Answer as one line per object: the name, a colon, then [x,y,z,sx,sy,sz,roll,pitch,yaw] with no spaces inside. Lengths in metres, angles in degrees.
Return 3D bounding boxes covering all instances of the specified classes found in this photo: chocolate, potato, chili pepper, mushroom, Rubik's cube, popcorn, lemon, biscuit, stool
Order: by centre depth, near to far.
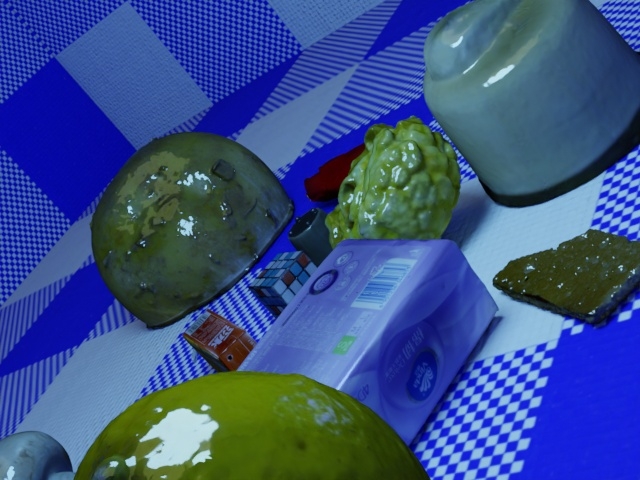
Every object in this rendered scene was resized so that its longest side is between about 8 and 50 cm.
lemon: [-0.085,0.284,0.938,0.364,0.364,0.364,-35,20,15]
biscuit: [0.321,0.038,1.273,0.131,0.026,0.237,-42,19,-11]
chocolate: [0.321,-0.258,1.528,0.314,0.297,0.326,-5,38,50]
popcorn: [0.111,-0.045,1.576,0.225,0.173,0.286,-85,20,-56]
mushroom: [-0.433,0.422,1.593,0.243,0.243,0.243,-35,20,15]
Rubik's cube: [-0.051,0.082,1.752,0.092,0.092,0.092,-49,21,-23]
stool: [0.000,0.000,1.810,0.096,0.110,0.096,-36,23,18]
chili pepper: [0.076,-0.133,1.989,0.387,0.110,0.110,-20,28,52]
potato: [-0.317,-0.054,2.218,0.442,0.319,0.385,-50,21,-18]

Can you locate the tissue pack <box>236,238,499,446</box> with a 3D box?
tissue pack: [0.040,0.164,1.305,0.242,0.160,0.338,-1,44,53]

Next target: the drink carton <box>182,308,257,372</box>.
drink carton: [-0.155,0.188,1.708,0.071,0.096,0.223,-45,19,-13]

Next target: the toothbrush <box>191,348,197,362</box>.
toothbrush: [-0.241,0.196,1.970,0.017,0.014,0.162,-22,22,6]
